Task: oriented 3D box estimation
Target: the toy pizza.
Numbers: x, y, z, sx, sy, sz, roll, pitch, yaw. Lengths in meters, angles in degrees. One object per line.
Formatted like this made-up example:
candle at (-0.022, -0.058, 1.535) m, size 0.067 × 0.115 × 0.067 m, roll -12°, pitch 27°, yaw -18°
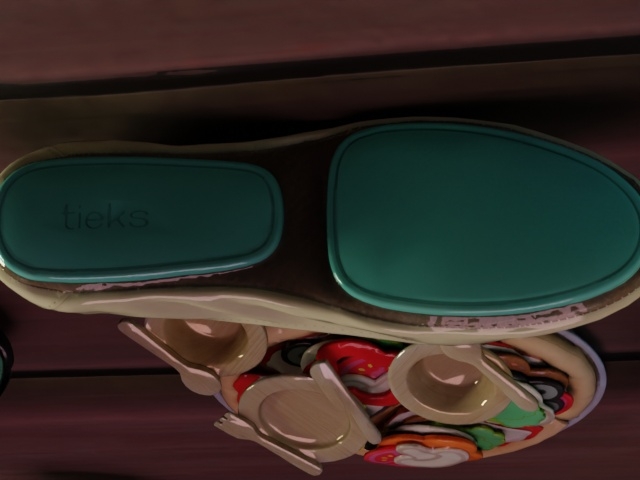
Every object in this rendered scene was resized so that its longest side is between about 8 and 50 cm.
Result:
toy pizza at (0.041, 0.079, 0.710) m, size 0.201 × 0.032 × 0.201 m, roll 3°, pitch 151°, yaw 1°

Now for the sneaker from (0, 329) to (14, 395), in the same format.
sneaker at (-0.201, 0.090, 0.687) m, size 0.106 × 0.101 × 0.267 m, roll 2°, pitch 151°, yaw -2°

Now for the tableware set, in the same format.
tableware set at (0.002, 0.048, 0.623) m, size 0.169 × 0.020 × 0.141 m, roll -27°, pitch 123°, yaw 33°

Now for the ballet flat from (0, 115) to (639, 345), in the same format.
ballet flat at (0.000, 0.000, 0.531) m, size 0.248 × 0.086 × 0.086 m, roll 4°, pitch 152°, yaw 10°
